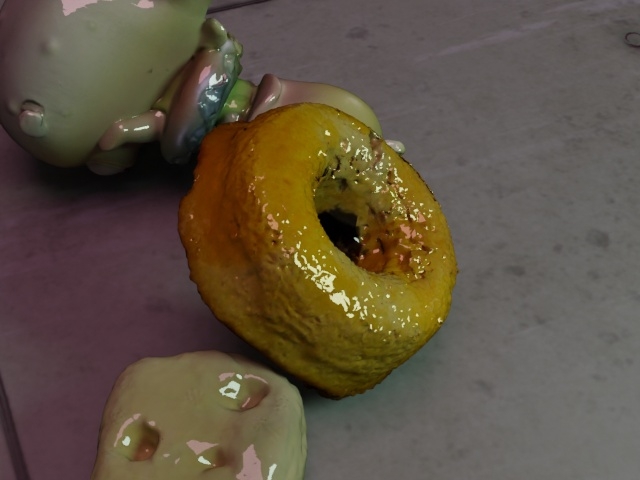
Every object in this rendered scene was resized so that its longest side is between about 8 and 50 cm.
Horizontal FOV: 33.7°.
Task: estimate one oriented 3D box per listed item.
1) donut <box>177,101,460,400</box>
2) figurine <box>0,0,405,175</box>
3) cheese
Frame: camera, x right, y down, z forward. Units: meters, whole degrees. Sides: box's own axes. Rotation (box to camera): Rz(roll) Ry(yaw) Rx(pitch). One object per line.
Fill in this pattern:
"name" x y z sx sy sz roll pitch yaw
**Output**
"donut" 0.002 0.002 0.857 0.253 0.118 0.253 24 48 -30
"figurine" -0.103 -0.145 0.971 0.394 0.274 0.226 23 52 -6
"cheese" -0.097 0.194 0.752 0.159 0.093 0.263 9 47 4
